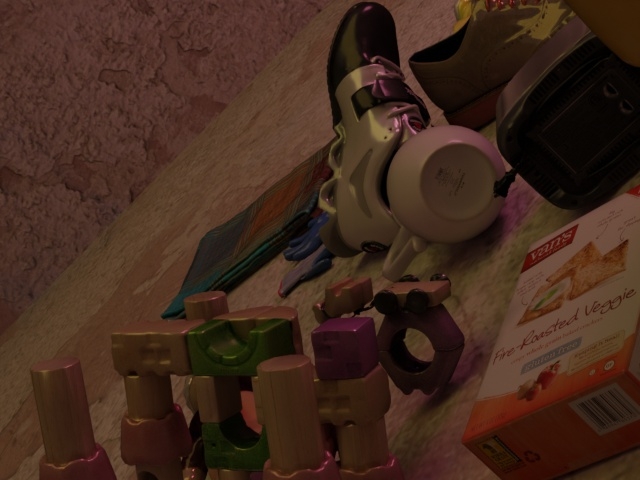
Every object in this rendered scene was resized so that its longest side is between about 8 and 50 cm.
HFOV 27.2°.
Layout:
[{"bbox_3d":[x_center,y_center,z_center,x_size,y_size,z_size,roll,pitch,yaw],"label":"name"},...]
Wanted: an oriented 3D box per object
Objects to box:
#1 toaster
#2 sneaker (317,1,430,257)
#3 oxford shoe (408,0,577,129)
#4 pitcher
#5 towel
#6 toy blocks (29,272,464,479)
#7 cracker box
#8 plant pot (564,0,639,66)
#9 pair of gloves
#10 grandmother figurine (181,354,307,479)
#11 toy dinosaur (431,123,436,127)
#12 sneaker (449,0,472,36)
[{"bbox_3d":[0.253,-0.129,1.260,0.227,0.129,0.146,-45,11,17],"label":"toaster"},{"bbox_3d":[0.089,-0.147,1.644,0.146,0.122,0.331,-10,74,46],"label":"sneaker"},{"bbox_3d":[0.250,-0.266,1.613,0.348,0.130,0.123,-37,17,33],"label":"oxford shoe"},{"bbox_3d":[0.121,-0.035,1.438,0.207,0.125,0.178,-179,110,-85],"label":"pitcher"},{"bbox_3d":[-0.105,-0.018,2.162,0.370,0.040,0.271,-37,18,34],"label":"towel"},{"bbox_3d":[-0.045,0.194,1.155,0.288,0.260,0.309,-4,11,29],"label":"toy blocks"},{"bbox_3d":[0.208,0.063,0.992,0.155,0.067,0.232,-34,19,41],"label":"cracker box"},{"bbox_3d":[0.337,-0.185,0.936,0.254,0.239,0.254,-44,14,15],"label":"plant pot"},{"bbox_3d":[0.000,0.000,1.844,0.159,0.023,0.198,-41,15,25],"label":"pair of gloves"},{"bbox_3d":[-0.091,0.197,1.440,0.208,0.104,0.342,-39,17,-4],"label":"grandmother figurine"},{"bbox_3d":[0.146,-0.108,1.725,0.082,0.047,0.090,-59,-16,-12],"label":"toy dinosaur"},{"bbox_3d":[0.254,-0.305,1.846,0.126,0.091,0.240,-21,24,21],"label":"sneaker"}]
